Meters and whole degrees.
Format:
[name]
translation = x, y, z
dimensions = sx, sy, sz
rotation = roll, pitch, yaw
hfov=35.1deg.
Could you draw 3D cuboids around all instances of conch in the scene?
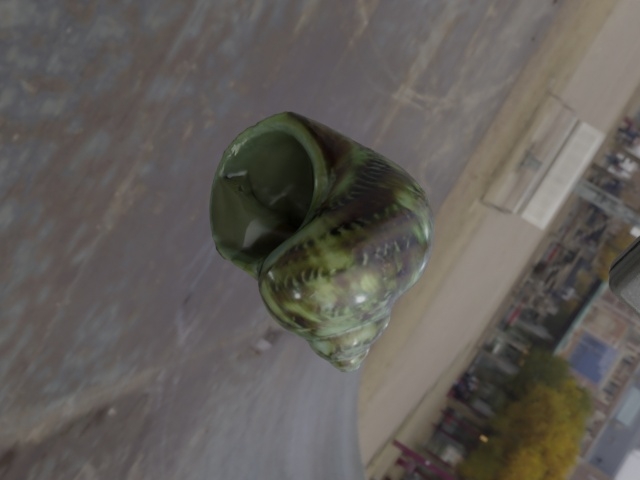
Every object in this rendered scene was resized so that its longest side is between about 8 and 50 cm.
[conch]
translation = 0.001, 0.002, 0.790
dimensions = 0.124, 0.187, 0.181
rotation = 42, 52, -45

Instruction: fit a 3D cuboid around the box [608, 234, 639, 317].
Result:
[box]
translation = 0.370, -0.016, 0.884
dimensions = 0.243, 0.103, 0.055
rotation = -49, -179, 27
